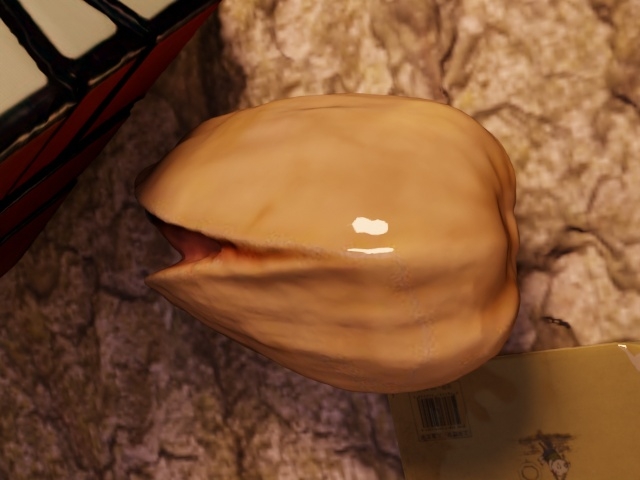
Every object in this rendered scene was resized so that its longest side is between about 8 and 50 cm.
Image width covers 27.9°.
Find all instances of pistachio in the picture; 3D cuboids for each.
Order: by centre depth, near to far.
[{"bbox_3d":[0.000,0.000,0.666,0.229,0.157,0.157,4,102,37],"label":"pistachio"}]

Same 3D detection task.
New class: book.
[{"bbox_3d":[0.129,0.153,0.710,0.168,0.013,0.192,-9,96,27],"label":"book"}]

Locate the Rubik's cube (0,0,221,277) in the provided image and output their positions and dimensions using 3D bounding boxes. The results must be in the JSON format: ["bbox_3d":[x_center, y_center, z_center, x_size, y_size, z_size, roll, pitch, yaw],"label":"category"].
[{"bbox_3d":[-0.268,-0.094,0.654,0.288,0.293,0.283,43,122,-1],"label":"Rubik's cube"}]
